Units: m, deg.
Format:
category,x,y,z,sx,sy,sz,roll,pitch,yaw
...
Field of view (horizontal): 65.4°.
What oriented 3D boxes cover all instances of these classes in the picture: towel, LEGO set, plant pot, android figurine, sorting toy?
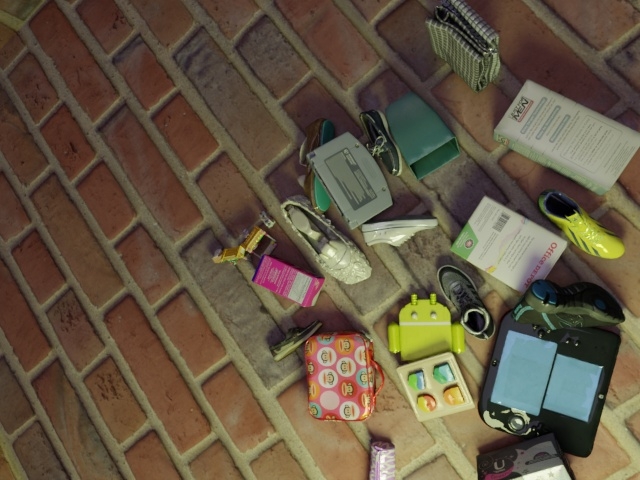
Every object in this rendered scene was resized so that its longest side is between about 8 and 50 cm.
category,x,y,z,sx,sy,sz,roll,pitch,yaw
towel,0.445,-0.603,1.553,0.121,0.284,0.235,-40,75,12
LEGO set,-0.265,0.031,1.843,0.287,0.107,0.132,-40,41,15
plant pot,0.322,-0.356,1.643,0.165,0.166,0.234,-31,70,13
android figurine,0.345,0.307,1.634,0.248,0.056,0.273,-2,87,18
sorting toy,0.364,0.471,1.587,0.193,0.038,0.208,-23,95,20

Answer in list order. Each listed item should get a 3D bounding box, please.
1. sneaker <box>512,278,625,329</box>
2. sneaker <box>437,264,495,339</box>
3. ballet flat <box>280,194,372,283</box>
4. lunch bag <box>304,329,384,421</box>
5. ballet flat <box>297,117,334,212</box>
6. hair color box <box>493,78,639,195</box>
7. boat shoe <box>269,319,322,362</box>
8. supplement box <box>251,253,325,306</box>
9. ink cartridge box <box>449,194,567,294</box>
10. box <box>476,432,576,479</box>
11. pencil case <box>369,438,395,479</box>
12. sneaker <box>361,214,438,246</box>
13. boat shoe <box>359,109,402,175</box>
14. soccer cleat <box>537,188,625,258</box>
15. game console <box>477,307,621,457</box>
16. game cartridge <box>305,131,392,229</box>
category,x,y,z,sx,sy,sz,roll,pitch,yaw
sneaker,0.725,0.198,1.461,0.341,0.139,0.125,11,46,-14
sneaker,0.455,0.190,1.556,0.101,0.153,0.268,-34,77,12
ballet flat,0.000,0.000,1.726,0.409,0.147,0.147,45,99,15
lunch bag,0.085,0.451,1.669,0.258,0.120,0.293,-4,84,17
ballet flat,-0.024,-0.263,1.774,0.124,0.116,0.342,-2,84,37
hair color box,0.746,-0.314,1.526,0.374,0.113,0.185,34,96,16
boat shoe,-0.093,0.342,1.755,0.223,0.080,0.073,-41,80,15
supplement box,-0.112,0.140,1.760,0.220,0.111,0.114,25,93,17
ink cartridge box,0.577,0.019,1.549,0.278,0.117,0.201,33,96,17
box,0.595,0.691,1.444,0.247,0.163,0.142,-28,93,19
pencil case,0.199,0.760,1.626,0.086,0.088,0.206,0,87,19
sneaker,0.268,-0.030,1.676,0.258,0.094,0.091,-6,102,21
boat shoe,0.203,-0.332,1.694,0.079,0.095,0.254,-13,78,-24
soccer cleat,0.775,-0.046,1.491,0.289,0.121,0.093,43,98,16
game console,0.685,0.421,1.516,0.342,0.060,0.386,15,91,18
game cartridge,0.107,-0.209,1.694,0.198,0.062,0.297,-31,89,-17
